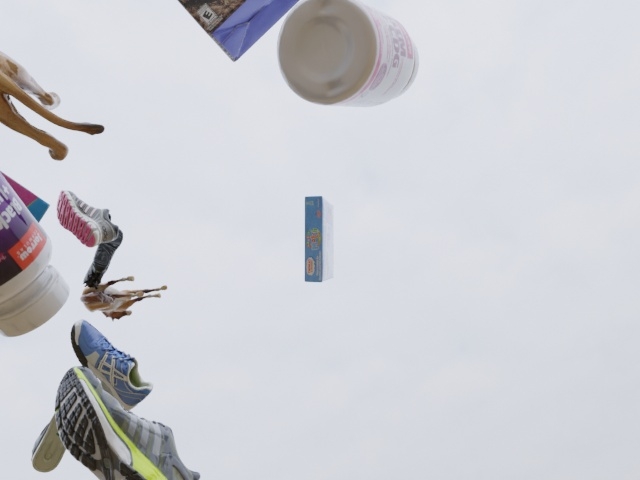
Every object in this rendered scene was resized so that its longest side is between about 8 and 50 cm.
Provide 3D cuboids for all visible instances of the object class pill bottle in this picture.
[{"bbox_3d":[0.061,-0.301,0.988,0.160,0.160,0.283,-49,-11,25],"label":"pill bottle"},{"bbox_3d":[-0.323,-0.003,0.562,0.108,0.108,0.193,-23,-56,1],"label":"pill bottle"}]

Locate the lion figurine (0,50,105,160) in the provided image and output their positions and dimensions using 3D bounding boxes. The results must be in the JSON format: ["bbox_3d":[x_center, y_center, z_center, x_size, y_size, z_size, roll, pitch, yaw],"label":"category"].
[{"bbox_3d":[-0.541,-0.255,0.900,0.392,0.142,0.240,12,-18,14],"label":"lion figurine"}]

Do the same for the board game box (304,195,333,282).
[{"bbox_3d":[0.000,0.000,1.208,0.039,0.160,0.211,0,-2,8],"label":"board game box"}]

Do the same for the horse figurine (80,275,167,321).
[{"bbox_3d":[-0.474,0.134,1.397,0.175,0.066,0.263,-15,-11,8],"label":"horse figurine"}]

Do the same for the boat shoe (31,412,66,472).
[{"bbox_3d":[-0.617,0.438,1.459,0.084,0.079,0.233,38,-102,-24],"label":"boat shoe"}]

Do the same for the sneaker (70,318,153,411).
[{"bbox_3d":[-0.414,0.239,1.201,0.081,0.080,0.211,-29,-75,12],"label":"sneaker"}]

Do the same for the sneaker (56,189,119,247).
[{"bbox_3d":[-0.448,-0.043,1.164,0.075,0.170,0.063,-5,-56,-50],"label":"sneaker"}]

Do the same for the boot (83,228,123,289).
[{"bbox_3d":[-0.474,0.040,1.311,0.045,0.121,0.099,24,-42,-18],"label":"boot"}]

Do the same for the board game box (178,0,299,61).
[{"bbox_3d":[-0.188,-0.531,1.119,0.232,0.291,0.141,-42,-10,5],"label":"board game box"}]

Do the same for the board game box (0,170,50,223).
[{"bbox_3d":[-0.462,-0.030,0.589,0.098,0.224,0.303,7,-26,35],"label":"board game box"}]

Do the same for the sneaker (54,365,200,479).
[{"bbox_3d":[-0.317,0.325,0.981,0.111,0.300,0.121,-46,-13,23],"label":"sneaker"}]
